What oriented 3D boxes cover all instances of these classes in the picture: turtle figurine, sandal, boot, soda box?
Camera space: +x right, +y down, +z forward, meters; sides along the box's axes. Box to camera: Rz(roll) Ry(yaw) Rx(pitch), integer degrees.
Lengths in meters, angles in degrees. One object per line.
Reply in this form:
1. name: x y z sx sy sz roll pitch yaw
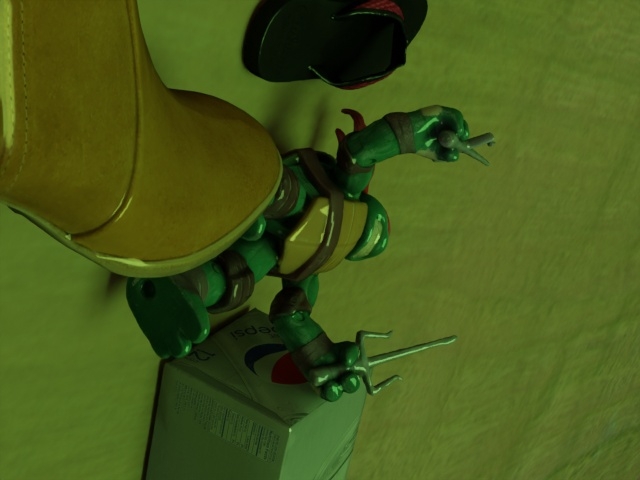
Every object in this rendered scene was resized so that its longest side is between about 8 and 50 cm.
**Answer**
1. turtle figurine: 0.000 0.000 0.899 0.234 0.118 0.175 -4 110 -55
2. sandal: 0.020 -0.113 0.922 0.179 0.040 0.067 -20 130 -59
3. boot: -0.093 -0.091 0.632 0.295 0.104 0.211 -21 132 -52
4. soda box: -0.054 0.192 1.003 0.098 0.091 0.286 -31 140 -53
